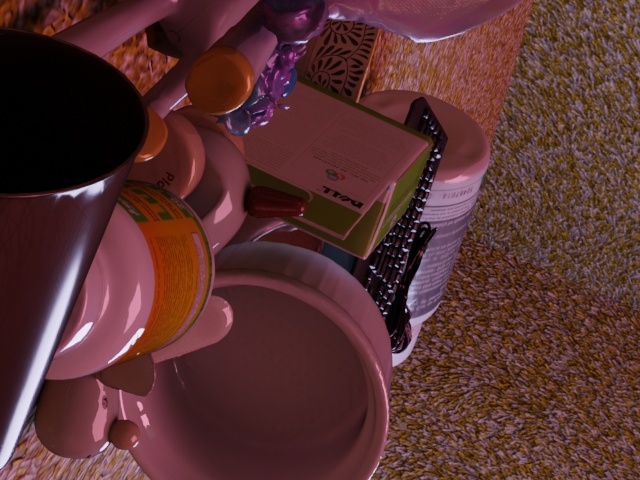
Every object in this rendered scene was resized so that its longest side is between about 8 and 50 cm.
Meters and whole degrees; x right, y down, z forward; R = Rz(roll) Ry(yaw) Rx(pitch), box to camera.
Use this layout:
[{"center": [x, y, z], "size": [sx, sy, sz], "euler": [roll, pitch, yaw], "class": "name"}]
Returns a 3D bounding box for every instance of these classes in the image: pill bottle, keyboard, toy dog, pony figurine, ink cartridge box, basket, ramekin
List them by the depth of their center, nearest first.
[{"center": [-0.208, 0.017, 0.927], "size": [0.204, 0.154, 0.227], "euler": [-46, 161, -58], "class": "basket"}, {"center": [-0.031, -0.209, 1.120], "size": [0.351, 0.303, 0.363], "euler": [-36, -170, 28], "class": "pony figurine"}, {"center": [-0.170, 0.025, 1.151], "size": [0.245, 0.136, 0.136], "euler": [-12, 124, -78], "class": "pill bottle"}, {"center": [-0.119, 0.038, 1.371], "size": [0.220, 0.161, 0.334], "euler": [-52, 162, -53], "class": "toy dog"}, {"center": [-0.026, -0.056, 1.574], "size": [0.255, 0.188, 0.097], "euler": [-48, 161, -57], "class": "ink cartridge box"}, {"center": [-0.058, 0.135, 1.620], "size": [0.135, 0.277, 0.277], "euler": [-62, 172, -66], "class": "ramekin"}, {"center": [0.093, 0.010, 1.918], "size": [0.201, 0.033, 0.317], "euler": [57, 50, -62], "class": "keyboard"}, {"center": [0.091, -0.007, 2.233], "size": [0.204, 0.204, 0.361], "euler": [-54, 163, -51], "class": "pill bottle"}]

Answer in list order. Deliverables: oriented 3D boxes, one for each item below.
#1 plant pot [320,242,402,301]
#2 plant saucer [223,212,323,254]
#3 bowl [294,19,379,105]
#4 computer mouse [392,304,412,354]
[{"center": [0.000, 0.000, 1.932], "size": [0.234, 0.165, 0.166], "euler": [92, 23, -46], "class": "plant pot"}, {"center": [-0.059, 0.019, 1.775], "size": [0.168, 0.029, 0.168], "euler": [-28, 146, -20], "class": "plant saucer"}, {"center": [0.010, -0.183, 1.739], "size": [0.170, 0.080, 0.170], "euler": [16, 90, -90], "class": "bowl"}, {"center": [-0.016, 0.122, 2.117], "size": [0.272, 0.072, 0.188], "euler": [-32, 126, -18], "class": "computer mouse"}]
